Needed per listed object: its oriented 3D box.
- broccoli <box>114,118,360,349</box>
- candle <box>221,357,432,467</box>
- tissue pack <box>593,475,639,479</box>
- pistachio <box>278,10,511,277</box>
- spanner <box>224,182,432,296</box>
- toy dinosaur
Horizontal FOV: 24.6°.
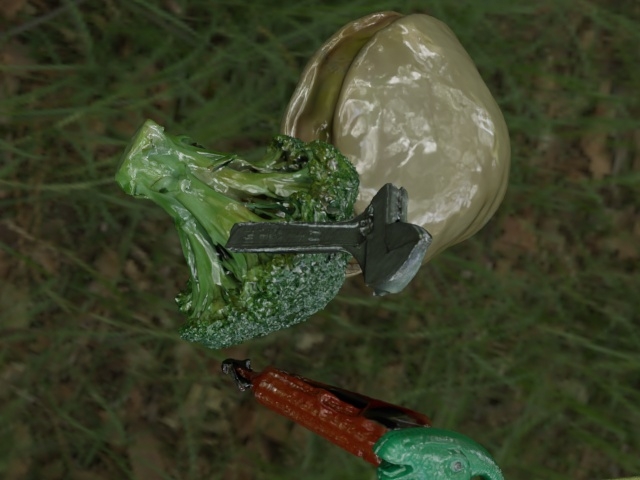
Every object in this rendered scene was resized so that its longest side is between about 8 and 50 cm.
[{"bbox_3d":[-0.088,-0.018,1.494,0.269,0.269,0.254,41,75,-41],"label":"broccoli"},{"bbox_3d":[0.003,0.203,1.813,0.084,0.301,0.059,-52,150,-31],"label":"candle"},{"bbox_3d":[0.269,0.277,1.280,0.234,0.159,0.125,-2,66,-20],"label":"tissue pack"},{"bbox_3d":[0.098,-0.119,1.975,0.445,0.281,0.365,27,81,-59],"label":"pistachio"},{"bbox_3d":[0.000,0.000,1.249,0.026,0.325,0.093,21,79,-28],"label":"spanner"},{"bbox_3d":[0.056,0.139,0.666,0.132,0.059,0.096,35,91,-36],"label":"toy dinosaur"}]
